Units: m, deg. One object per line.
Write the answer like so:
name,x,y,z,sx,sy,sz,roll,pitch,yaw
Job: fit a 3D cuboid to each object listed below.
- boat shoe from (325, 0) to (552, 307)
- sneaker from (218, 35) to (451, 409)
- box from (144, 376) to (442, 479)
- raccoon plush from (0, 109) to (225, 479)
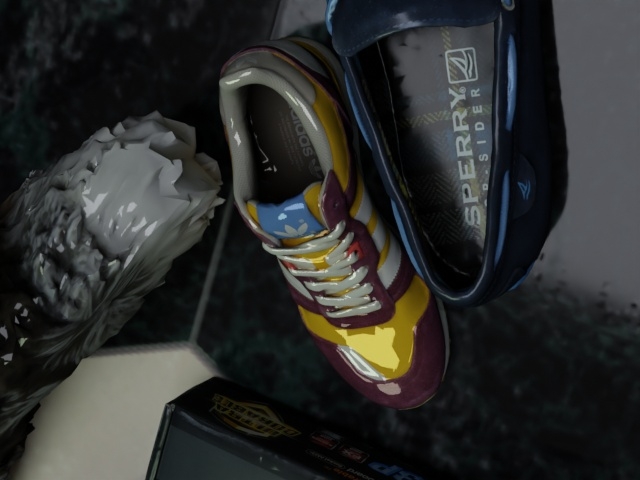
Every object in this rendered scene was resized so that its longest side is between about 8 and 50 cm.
boat shoe,0.053,-0.098,0.616,0.109,0.089,0.258,-17,99,20
sneaker,0.000,0.000,0.661,0.069,0.084,0.186,-22,96,21
box,0.007,0.189,0.715,0.220,0.051,0.175,23,110,18
raccoon plush,-0.283,0.038,0.741,0.446,0.216,0.299,-45,77,0
